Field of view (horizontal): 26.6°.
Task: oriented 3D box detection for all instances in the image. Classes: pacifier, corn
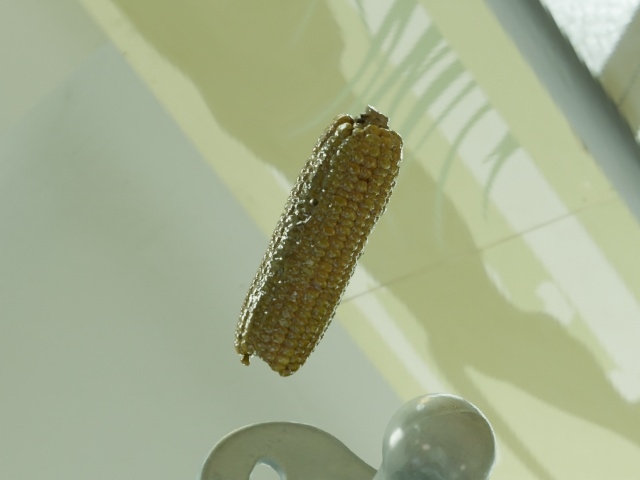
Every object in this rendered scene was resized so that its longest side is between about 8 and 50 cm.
[{"bbox_3d":[0.050,0.208,0.999,0.287,0.225,0.238,27,-151,0],"label":"pacifier"},{"bbox_3d":[0.000,0.000,0.967,0.068,0.068,0.207,26,-93,-36],"label":"corn"}]
